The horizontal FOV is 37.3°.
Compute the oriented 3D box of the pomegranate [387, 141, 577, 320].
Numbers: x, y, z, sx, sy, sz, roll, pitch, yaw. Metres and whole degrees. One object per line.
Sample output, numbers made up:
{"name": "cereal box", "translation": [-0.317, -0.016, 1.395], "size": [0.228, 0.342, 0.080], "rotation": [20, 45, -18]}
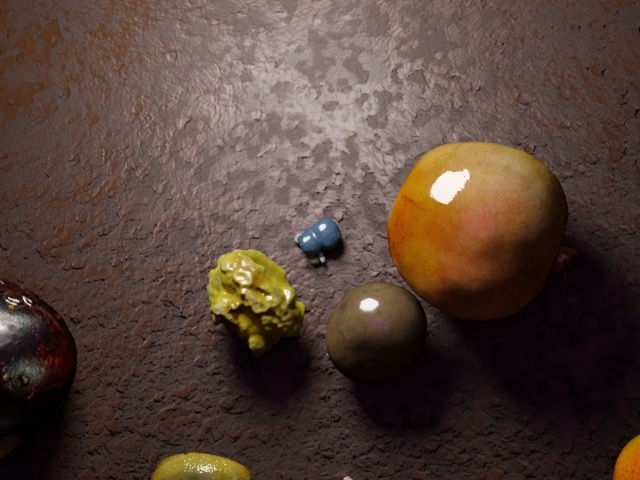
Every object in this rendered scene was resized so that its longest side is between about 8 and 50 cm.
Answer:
{"name": "pomegranate", "translation": [0.274, -0.012, 1.583], "size": [0.319, 0.319, 0.319], "rotation": [-2, 77, 10]}

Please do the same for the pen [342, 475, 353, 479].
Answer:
{"name": "pen", "translation": [0.102, 0.490, 1.628], "size": [0.197, 0.032, 0.053], "rotation": [41, 87, 18]}

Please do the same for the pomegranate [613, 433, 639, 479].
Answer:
{"name": "pomegranate", "translation": [0.568, 0.370, 1.478], "size": [0.221, 0.221, 0.256], "rotation": [-6, 69, 10]}

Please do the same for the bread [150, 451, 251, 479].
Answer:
{"name": "bread", "translation": [-0.222, 0.456, 1.684], "size": [0.188, 0.065, 0.149], "rotation": [6, 83, 10]}

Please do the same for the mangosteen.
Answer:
{"name": "mangosteen", "translation": [-0.600, 0.222, 1.691], "size": [0.330, 0.330, 0.330], "rotation": [-2, 77, 10]}

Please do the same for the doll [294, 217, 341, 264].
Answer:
{"name": "doll", "translation": [0.000, 0.000, 1.754], "size": [0.083, 0.050, 0.076], "rotation": [-34, 78, 0]}

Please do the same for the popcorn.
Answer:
{"name": "popcorn", "translation": [-0.124, 0.108, 1.687], "size": [0.156, 0.197, 0.197], "rotation": [-38, 73, 2]}

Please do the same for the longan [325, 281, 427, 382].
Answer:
{"name": "longan", "translation": [0.095, 0.159, 1.638], "size": [0.167, 0.167, 0.187], "rotation": [43, 98, 17]}
